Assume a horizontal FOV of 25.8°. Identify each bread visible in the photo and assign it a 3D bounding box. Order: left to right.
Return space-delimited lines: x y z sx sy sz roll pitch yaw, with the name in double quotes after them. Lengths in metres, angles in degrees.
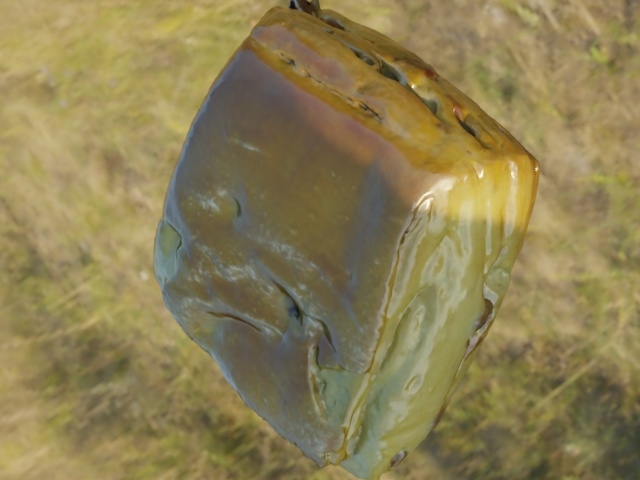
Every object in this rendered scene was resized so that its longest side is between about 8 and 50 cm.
0.000 0.000 0.786 0.210 0.099 0.235 41 127 27 "bread"
